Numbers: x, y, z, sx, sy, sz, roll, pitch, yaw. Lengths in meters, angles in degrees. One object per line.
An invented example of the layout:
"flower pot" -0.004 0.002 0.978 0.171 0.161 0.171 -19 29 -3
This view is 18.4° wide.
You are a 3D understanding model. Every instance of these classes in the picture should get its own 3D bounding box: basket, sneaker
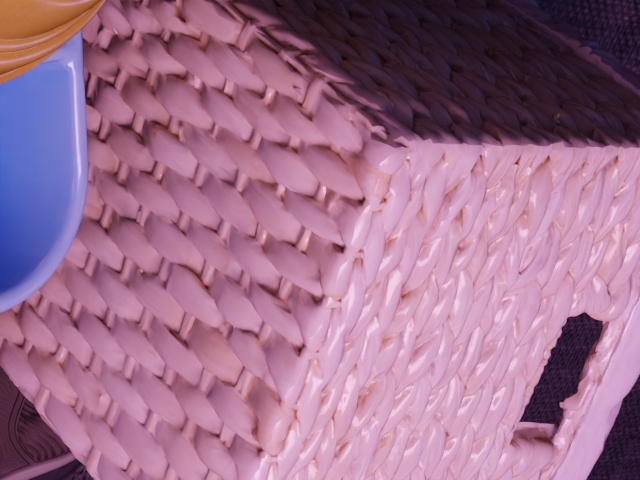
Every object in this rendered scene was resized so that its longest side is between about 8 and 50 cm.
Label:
"basket" 0.000 0.000 1.188 0.266 0.331 0.328 2 120 -40
"sneaker" -0.230 0.161 1.303 0.222 0.083 0.118 -30 158 -35

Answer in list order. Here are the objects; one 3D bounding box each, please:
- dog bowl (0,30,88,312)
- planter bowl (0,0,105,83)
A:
"dog bowl" -0.197 -0.095 1.024 0.166 0.074 0.297 -17 112 -45
"planter bowl" -0.142 -0.173 0.940 0.217 0.090 0.217 -15 111 -45
